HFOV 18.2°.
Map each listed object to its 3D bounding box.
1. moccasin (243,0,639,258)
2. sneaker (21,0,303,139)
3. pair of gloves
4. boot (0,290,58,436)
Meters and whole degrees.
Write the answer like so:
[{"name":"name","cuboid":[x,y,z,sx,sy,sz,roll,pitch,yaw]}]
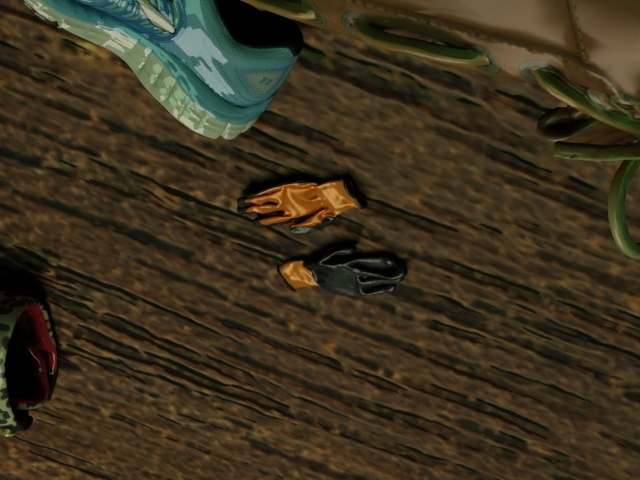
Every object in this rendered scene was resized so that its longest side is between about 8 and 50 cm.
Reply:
[{"name":"moccasin","cuboid":[0.115,-0.088,0.718,0.380,0.139,0.147,14,143,13]},{"name":"sneaker","cuboid":[-0.074,-0.118,0.866,0.162,0.063,0.073,36,124,-22]},{"name":"pair of gloves","cuboid":[0.000,0.000,0.993,0.074,0.010,0.083,-6,135,33]},{"name":"boot","cuboid":[-0.245,0.092,1.176,0.178,0.085,0.236,13,141,11]}]
